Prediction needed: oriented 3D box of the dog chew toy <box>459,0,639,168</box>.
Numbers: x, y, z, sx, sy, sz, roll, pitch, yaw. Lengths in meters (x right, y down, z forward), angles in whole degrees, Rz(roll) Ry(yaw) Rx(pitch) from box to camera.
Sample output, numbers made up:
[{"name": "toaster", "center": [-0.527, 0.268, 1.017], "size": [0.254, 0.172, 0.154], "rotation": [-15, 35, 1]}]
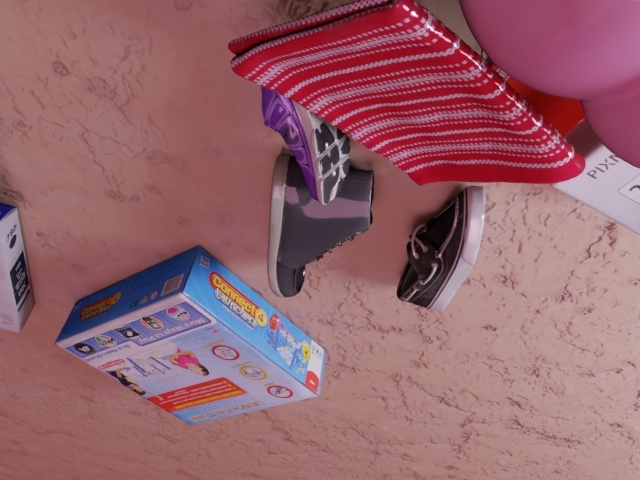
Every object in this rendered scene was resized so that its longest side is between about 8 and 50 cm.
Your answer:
[{"name": "dog chew toy", "center": [0.248, -0.138, 0.395], "size": [0.332, 0.207, 0.206], "rotation": [42, 133, -9]}]

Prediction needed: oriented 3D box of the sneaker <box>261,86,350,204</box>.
[{"name": "sneaker", "center": [-0.020, -0.118, 0.618], "size": [0.071, 0.068, 0.170], "rotation": [-2, 117, 35]}]

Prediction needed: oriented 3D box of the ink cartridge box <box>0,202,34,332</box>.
[{"name": "ink cartridge box", "center": [-0.523, 0.012, 0.878], "size": [0.165, 0.065, 0.333], "rotation": [17, 140, -7]}]

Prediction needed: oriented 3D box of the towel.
[{"name": "towel", "center": [0.079, -0.108, 0.517], "size": [0.275, 0.031, 0.199], "rotation": [23, 168, -41]}]

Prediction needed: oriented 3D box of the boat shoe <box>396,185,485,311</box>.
[{"name": "boat shoe", "center": [0.139, 0.016, 0.726], "size": [0.070, 0.078, 0.219], "rotation": [10, 141, 0]}]

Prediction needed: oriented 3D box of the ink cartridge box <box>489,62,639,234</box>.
[{"name": "ink cartridge box", "center": [0.300, -0.144, 0.525], "size": [0.239, 0.060, 0.275], "rotation": [24, 138, -16]}]

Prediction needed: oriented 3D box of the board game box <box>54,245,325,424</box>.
[{"name": "board game box", "center": [-0.203, 0.173, 0.972], "size": [0.308, 0.086, 0.302], "rotation": [-21, 130, 32]}]

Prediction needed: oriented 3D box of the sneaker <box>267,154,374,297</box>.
[{"name": "sneaker", "center": [0.000, 0.000, 0.734], "size": [0.118, 0.083, 0.222], "rotation": [8, 138, 3]}]
